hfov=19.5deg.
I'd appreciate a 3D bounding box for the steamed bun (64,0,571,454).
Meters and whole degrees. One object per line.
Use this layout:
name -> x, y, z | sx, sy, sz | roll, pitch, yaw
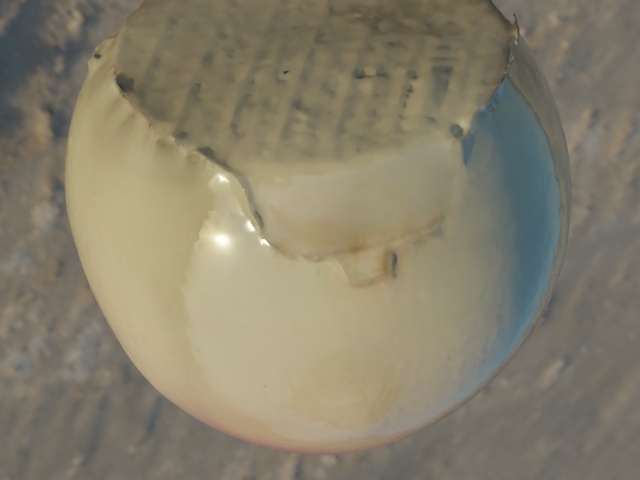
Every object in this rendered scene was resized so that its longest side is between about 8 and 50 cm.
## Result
steamed bun -> 0.000, 0.000, 1.092 | 0.309, 0.309, 0.309 | -30, 150, -20
